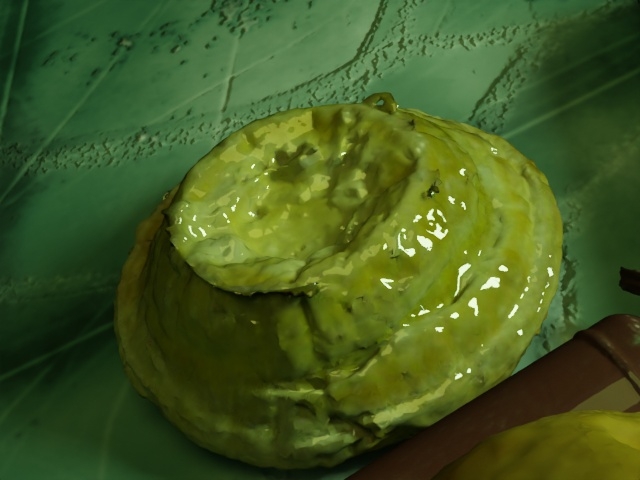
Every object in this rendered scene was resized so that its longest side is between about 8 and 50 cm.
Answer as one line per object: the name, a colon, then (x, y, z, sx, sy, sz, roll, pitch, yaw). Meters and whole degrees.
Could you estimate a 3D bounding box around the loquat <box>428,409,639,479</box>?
loquat: (0.130, 0.207, 0.521, 0.276, 0.276, 0.284, 10, 60, 28)

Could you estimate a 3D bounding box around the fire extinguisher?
fire extinguisher: (0.109, 0.108, 0.725, 0.337, 0.106, 0.147, -31, 37, -7)

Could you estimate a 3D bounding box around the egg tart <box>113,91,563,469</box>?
egg tart: (0.000, 0.000, 0.853, 0.290, 0.115, 0.290, -11, 46, 11)

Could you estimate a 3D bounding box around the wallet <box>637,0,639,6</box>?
wallet: (0.343, -0.085, 0.823, 0.237, 0.075, 0.342, -12, 45, 3)
